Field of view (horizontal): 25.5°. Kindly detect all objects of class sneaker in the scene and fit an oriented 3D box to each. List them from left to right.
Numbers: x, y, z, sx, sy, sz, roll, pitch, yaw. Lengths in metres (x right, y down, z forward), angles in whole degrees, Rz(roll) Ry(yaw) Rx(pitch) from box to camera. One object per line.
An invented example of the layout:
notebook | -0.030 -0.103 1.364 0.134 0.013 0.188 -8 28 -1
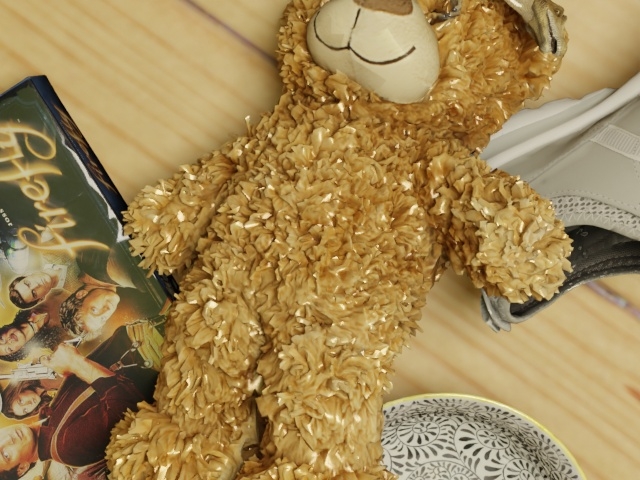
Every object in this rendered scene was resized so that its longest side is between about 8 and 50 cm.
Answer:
sneaker | 0.193 -0.034 0.710 0.281 0.115 0.105 -28 139 30

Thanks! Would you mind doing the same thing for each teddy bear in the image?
teddy bear | 0.000 0.000 0.714 0.113 0.245 0.338 32 93 -44

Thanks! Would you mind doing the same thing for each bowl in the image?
bowl | 0.068 0.160 0.798 0.170 0.080 0.170 0 97 3

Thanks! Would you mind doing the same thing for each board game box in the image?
board game box | -0.164 0.051 0.815 0.165 0.042 0.243 -32 95 7

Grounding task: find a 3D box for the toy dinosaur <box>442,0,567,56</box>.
toy dinosaur | 0.073 -0.175 0.685 0.093 0.053 0.183 -11 94 -22
